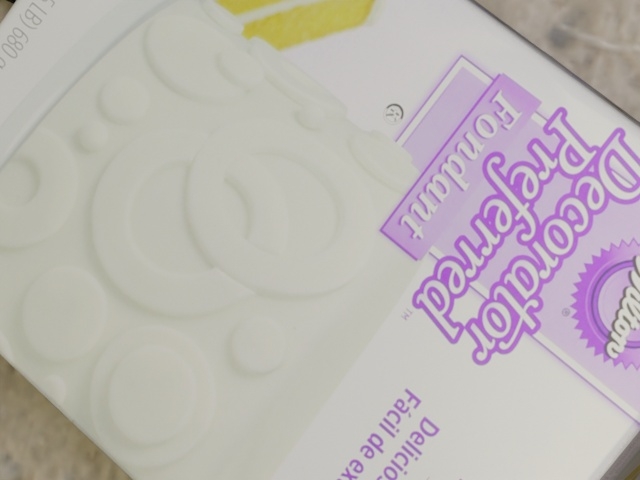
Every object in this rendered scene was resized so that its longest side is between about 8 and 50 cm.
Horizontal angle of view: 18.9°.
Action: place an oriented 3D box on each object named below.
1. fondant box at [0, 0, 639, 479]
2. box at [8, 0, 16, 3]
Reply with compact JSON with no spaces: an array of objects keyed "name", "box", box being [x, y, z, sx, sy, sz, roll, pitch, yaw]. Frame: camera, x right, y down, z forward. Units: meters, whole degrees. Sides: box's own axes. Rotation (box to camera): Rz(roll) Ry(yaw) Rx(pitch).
[{"name":"fondant box","box":[0.000,0.000,0.808,0.330,0.096,0.238,40,99,20]},{"name":"box","box":[-0.201,-0.238,0.938,0.231,0.056,0.183,25,92,23]}]
